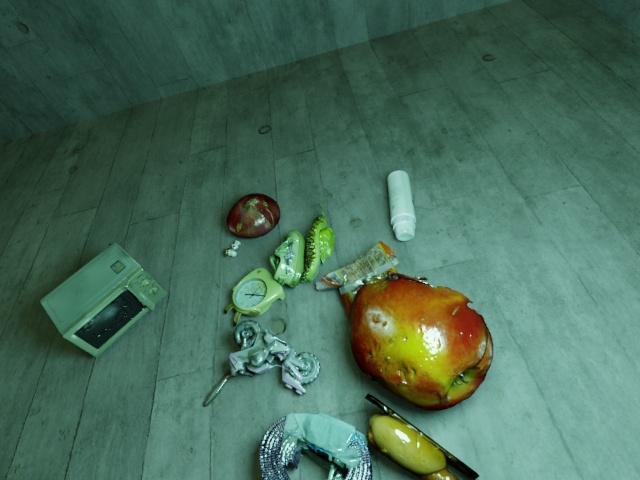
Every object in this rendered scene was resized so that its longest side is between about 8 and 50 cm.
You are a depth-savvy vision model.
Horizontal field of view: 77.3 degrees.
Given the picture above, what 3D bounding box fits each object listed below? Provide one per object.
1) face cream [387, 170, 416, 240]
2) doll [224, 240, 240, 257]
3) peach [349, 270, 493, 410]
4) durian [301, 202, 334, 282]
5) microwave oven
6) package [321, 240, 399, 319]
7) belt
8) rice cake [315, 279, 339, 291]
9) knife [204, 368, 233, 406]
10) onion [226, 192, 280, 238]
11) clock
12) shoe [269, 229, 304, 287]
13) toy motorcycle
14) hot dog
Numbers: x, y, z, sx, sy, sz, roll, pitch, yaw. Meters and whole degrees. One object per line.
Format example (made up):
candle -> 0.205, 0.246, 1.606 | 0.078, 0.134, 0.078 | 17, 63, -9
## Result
face cream -> 0.334, -0.141, 1.647 | 0.102, 0.101, 0.345 | -6, 51, 11
doll -> -0.385, 0.037, 1.746 | 0.058, 0.040, 0.085 | 4, 56, 3
peach -> 0.264, 0.276, 1.170 | 0.353, 0.338, 0.416 | -31, 45, -11
durian -> -0.007, 0.001, 1.607 | 0.107, 0.132, 0.374 | -32, 37, 50
microwave oven -> -0.851, 0.233, 1.600 | 0.287, 0.218, 0.355 | 29, 64, 34
package -> 0.178, 0.149, 1.427 | 0.288, 0.108, 0.223 | -31, 80, -9
belt -> -0.014, 0.618, 1.107 | 0.325, 0.122, 0.260 | 13, 51, 27
rice cake -> 0.084, 0.161, 1.511 | 0.207, 0.036, 0.047 | -7, 66, 9
knife -> -0.315, 0.466, 1.388 | 0.036, 0.018, 0.247 | 21, 59, 32
onion -> -0.301, -0.117, 1.783 | 0.248, 0.161, 0.248 | -17, 28, 9
clock -> -0.266, 0.222, 1.541 | 0.232, 0.069, 0.170 | -38, 52, -14
shoe -> -0.121, 0.061, 1.562 | 0.140, 0.128, 0.262 | -43, 40, 38
toy motorcycle -> -0.170, 0.405, 1.328 | 0.327, 0.143, 0.187 | 26, 70, 15
hot dog -> 0.239, 0.552, 1.053 | 0.326, 0.194, 0.107 | 29, 77, 30
